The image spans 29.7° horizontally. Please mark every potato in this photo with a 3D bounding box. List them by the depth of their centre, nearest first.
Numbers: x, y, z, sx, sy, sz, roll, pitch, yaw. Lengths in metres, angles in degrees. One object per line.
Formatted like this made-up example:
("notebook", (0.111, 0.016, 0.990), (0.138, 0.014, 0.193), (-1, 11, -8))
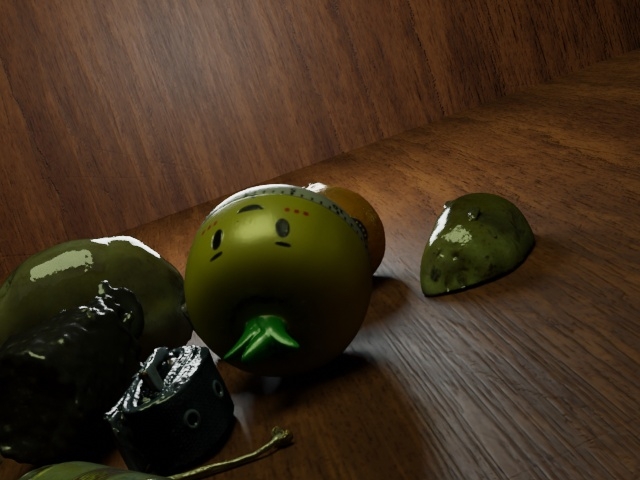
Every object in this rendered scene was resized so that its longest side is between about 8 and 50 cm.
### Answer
("potato", (0.241, -0.014, 1.907), (0.160, 0.111, 0.272), (-15, 11, 28))
("potato", (-0.373, 0.118, 1.931), (0.326, 0.243, 0.221), (-21, 3, -5))

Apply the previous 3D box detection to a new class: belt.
("belt", (-0.189, 0.199, 1.547), (0.122, 0.128, 0.218), (-23, 9, 11))

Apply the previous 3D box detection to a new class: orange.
("orange", (-0.001, 0.002, 2.040), (0.219, 0.193, 0.219), (-30, -2, -1))

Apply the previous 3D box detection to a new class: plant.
("plant", (-0.353, 0.190, 1.694), (0.188, 0.199, 0.276), (-20, 9, 23))

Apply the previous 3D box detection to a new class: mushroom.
("mushroom", (-0.167, 0.278, 1.428), (0.286, 0.026, 0.028), (-21, -4, -1))

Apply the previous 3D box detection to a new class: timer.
("timer", (-0.063, 0.082, 1.626), (0.285, 0.285, 0.285), (-18, 12, 4))

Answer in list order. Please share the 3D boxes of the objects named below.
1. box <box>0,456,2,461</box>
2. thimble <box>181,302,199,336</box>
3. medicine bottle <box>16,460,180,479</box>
("box", (-0.542, 0.283, 1.721), (0.129, 0.130, 0.051), (-19, 10, 2))
("thimble", (-0.137, 0.097, 1.891), (0.098, 0.150, 0.150), (-8, 16, 43))
("medicine bottle", (-0.166, 0.283, 1.072), (0.151, 0.151, 0.322), (-28, 14, -37))
